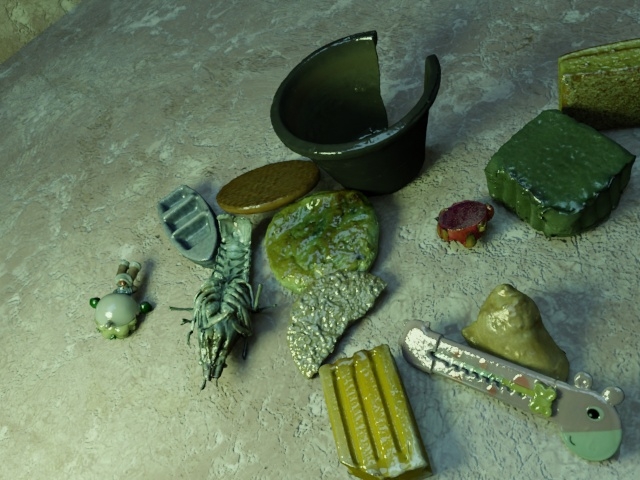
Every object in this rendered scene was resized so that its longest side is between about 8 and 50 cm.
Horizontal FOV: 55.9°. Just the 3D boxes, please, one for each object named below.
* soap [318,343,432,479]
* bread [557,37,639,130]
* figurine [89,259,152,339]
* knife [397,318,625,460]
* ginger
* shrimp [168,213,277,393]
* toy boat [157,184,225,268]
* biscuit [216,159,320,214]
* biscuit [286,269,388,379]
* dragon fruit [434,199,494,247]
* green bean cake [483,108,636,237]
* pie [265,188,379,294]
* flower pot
[{"bbox_3d":[0.091,0.309,1.053,0.140,0.073,0.232,-23,49,8],"label":"soap"},{"bbox_3d":[0.608,-0.316,1.226,0.234,0.184,0.110,-2,61,22],"label":"bread"},{"bbox_3d":[-0.469,0.142,1.423,0.147,0.093,0.197,5,46,1],"label":"figurine"},{"bbox_3d":[0.296,0.234,1.011,0.399,0.038,0.132,18,99,37],"label":"knife"},{"bbox_3d":[0.350,0.161,1.029,0.115,0.122,0.193,-29,51,-26],"label":"ginger"},{"bbox_3d":[-0.201,0.118,1.284,0.222,0.166,0.410,3,40,1],"label":"shrimp"},{"bbox_3d":[-0.311,-0.029,1.486,0.127,0.078,0.283,-35,49,-5],"label":"toy boat"},{"bbox_3d":[-0.123,-0.128,1.452,0.262,0.037,0.262,-13,26,7],"label":"biscuit"},{"bbox_3d":[0.011,0.145,1.211,0.133,0.032,0.250,38,78,18],"label":"biscuit"},{"bbox_3d":[0.297,-0.031,1.229,0.126,0.068,0.112,-3,36,38],"label":"dragon fruit"},{"bbox_3d":[0.465,-0.125,1.185,0.223,0.125,0.227,-39,51,-10],"label":"green bean cake"},{"bbox_3d":[0.000,0.000,1.326,0.277,0.078,0.276,-13,51,17],"label":"pie"},{"bbox_3d":[0.096,-0.251,1.358,0.380,0.251,0.379,-11,52,14],"label":"flower pot"}]
